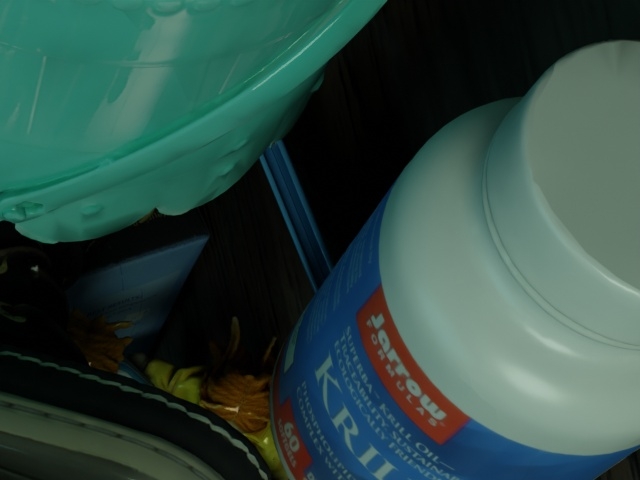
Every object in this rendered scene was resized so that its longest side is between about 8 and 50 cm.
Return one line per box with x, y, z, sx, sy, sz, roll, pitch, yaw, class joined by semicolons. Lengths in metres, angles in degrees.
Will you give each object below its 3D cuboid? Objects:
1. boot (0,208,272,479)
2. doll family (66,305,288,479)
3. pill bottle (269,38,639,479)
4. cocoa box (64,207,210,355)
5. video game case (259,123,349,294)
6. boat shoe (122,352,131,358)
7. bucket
-0.134;0.009;0.721;0.377;0.284;0.138;4;136;37;boot
-0.108;0.089;0.874;0.163;0.263;0.118;127;160;-73;doll family
0.067;0.027;0.544;0.124;0.124;0.221;63;153;18;pill bottle
-0.284;0.001;0.969;0.228;0.347;0.231;63;153;17;cocoa box
0.000;0.000;0.721;0.119;0.015;0.166;37;-149;-79;video game case
-0.134;0.193;1.069;0.091;0.109;0.305;38;143;44;boat shoe
-0.088;-0.155;0.578;0.281;0.281;0.183;68;156;10;bucket
